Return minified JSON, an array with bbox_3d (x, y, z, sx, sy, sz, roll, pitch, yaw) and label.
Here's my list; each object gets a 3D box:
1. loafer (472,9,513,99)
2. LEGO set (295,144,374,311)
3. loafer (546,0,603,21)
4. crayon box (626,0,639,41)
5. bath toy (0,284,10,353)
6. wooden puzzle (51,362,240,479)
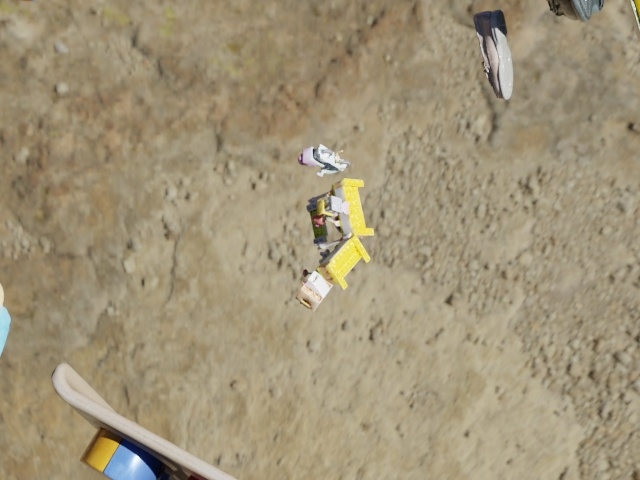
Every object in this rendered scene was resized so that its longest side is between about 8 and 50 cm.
[{"bbox_3d":[0.233,-0.251,1.638,0.039,0.125,0.045,4,29,29],"label":"loafer"},{"bbox_3d":[0.000,0.000,1.900,0.132,0.107,0.287,30,53,-38],"label":"LEGO set"},{"bbox_3d":[0.321,-0.335,1.613,0.084,0.267,0.096,-2,97,21],"label":"loafer"},{"bbox_3d":[0.479,-0.385,1.762,0.083,0.323,0.203,-17,102,16],"label":"crayon box"},{"bbox_3d":[-0.581,0.107,1.619,0.348,0.129,0.151,-6,62,29],"label":"bath toy"},{"bbox_3d":[-0.156,0.301,1.434,0.348,0.322,0.080,30,74,16],"label":"wooden puzzle"}]
